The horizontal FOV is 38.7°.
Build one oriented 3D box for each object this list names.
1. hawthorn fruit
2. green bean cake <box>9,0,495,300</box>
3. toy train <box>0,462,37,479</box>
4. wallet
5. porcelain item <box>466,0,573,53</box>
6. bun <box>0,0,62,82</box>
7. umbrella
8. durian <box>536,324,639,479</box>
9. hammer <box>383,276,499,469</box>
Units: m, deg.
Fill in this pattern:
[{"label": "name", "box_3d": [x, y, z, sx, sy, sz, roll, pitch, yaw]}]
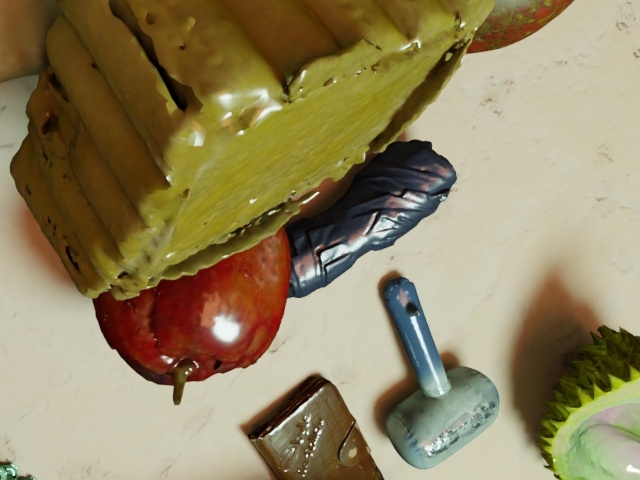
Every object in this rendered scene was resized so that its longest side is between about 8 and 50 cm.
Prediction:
[{"label": "hawthorn fruit", "box_3d": [-0.089, 0.036, 0.629, 0.148, 0.172, 0.148, -5, 141, -4]}, {"label": "green bean cake", "box_3d": [-0.042, -0.086, 0.497, 0.230, 0.131, 0.224, -30, 170, -38]}, {"label": "toy train", "box_3d": [-0.243, 0.192, 0.679, 0.053, 0.033, 0.083, -42, 127, -7]}, {"label": "wallet", "box_3d": [0.004, 0.210, 0.857, 0.095, 0.026, 0.176, -37, 127, -18]}, {"label": "porcelain item", "box_3d": [0.097, -0.253, 0.623, 0.253, 0.253, 0.252, -14, 118, -29]}, {"label": "bun", "box_3d": [-0.173, -0.243, 0.401, 0.361, 0.213, 0.361, -24, 153, -13]}, {"label": "umbrella", "box_3d": [0.005, 0.006, 0.749, 0.248, 0.071, 0.071, -40, 127, -8]}, {"label": "durian", "box_3d": [0.337, 0.205, 0.981, 0.158, 0.169, 0.352, -55, 142, -15]}, {"label": "hammer", "box_3d": [0.099, 0.119, 0.863, 0.116, 0.069, 0.193, -31, 116, -19]}]
